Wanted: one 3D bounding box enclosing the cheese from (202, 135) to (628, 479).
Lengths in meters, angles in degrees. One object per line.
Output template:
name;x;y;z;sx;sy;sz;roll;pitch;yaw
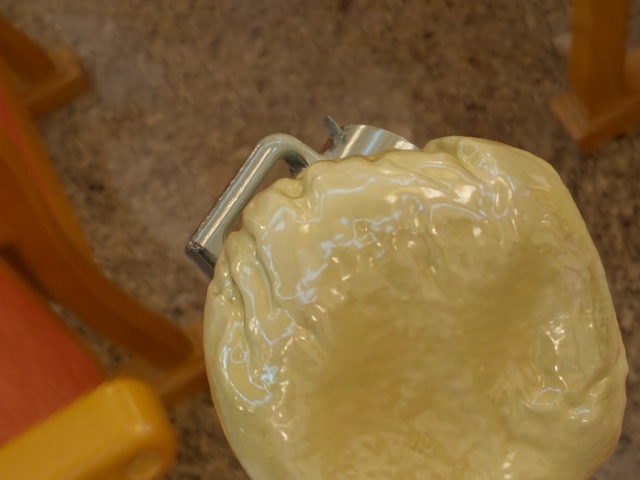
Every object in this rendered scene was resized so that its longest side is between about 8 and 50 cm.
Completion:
cheese;0.049;0.060;0.999;0.214;0.226;0.117;-14;15;-12

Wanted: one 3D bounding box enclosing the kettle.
kettle;0.005;0.002;1.187;0.098;0.127;0.148;18;56;31
